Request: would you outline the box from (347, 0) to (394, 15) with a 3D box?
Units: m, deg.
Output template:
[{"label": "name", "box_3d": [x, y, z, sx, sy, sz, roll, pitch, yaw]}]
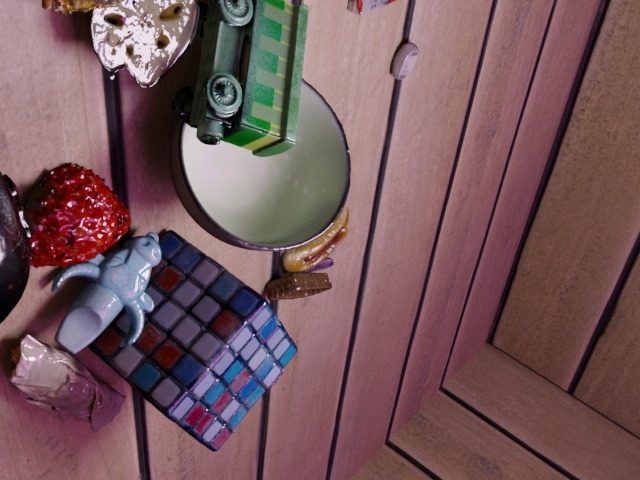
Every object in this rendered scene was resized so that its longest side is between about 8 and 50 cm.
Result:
[{"label": "box", "box_3d": [0.144, -0.552, 1.826, 0.218, 0.040, 0.055, -33, 143, -40]}]

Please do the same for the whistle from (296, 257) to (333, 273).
[{"label": "whistle", "box_3d": [-0.021, 0.068, 2.230, 0.176, 0.033, 0.033, -9, 126, -57]}]

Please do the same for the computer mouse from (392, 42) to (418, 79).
[{"label": "computer mouse", "box_3d": [0.205, -0.447, 2.049, 0.066, 0.039, 0.096, -17, 141, -52]}]

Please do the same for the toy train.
[{"label": "toy train", "box_3d": [-0.130, -0.296, 1.413, 0.202, 0.120, 0.300, 15, 74, -35]}]

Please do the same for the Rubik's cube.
[{"label": "Rubik's cube", "box_3d": [-0.262, 0.206, 1.684, 0.292, 0.293, 0.287, -48, 152, -15]}]

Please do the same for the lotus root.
[{"label": "lotus root", "box_3d": [-0.288, -0.342, 1.284, 0.203, 0.078, 0.183, -50, 141, -23]}]

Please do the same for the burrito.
[{"label": "burrito", "box_3d": [-0.497, 0.288, 1.609, 0.117, 0.076, 0.392, -50, 153, -13]}]

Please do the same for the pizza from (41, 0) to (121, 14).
[{"label": "pizza", "box_3d": [-0.329, -0.364, 1.165, 0.122, 0.109, 0.026, -66, -166, -2]}]

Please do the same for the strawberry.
[{"label": "strawberry", "box_3d": [-0.395, -0.023, 1.408, 0.236, 0.111, 0.190, 5, 112, -62]}]

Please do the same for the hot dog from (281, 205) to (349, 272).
[{"label": "hot dog", "box_3d": [0.000, 0.000, 2.149, 0.242, 0.073, 0.084, -44, 146, -26]}]

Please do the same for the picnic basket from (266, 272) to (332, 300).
[{"label": "picnic basket", "box_3d": [-0.056, 0.117, 2.158, 0.110, 0.054, 0.193, -20, 171, 28]}]

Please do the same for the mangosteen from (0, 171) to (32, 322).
[{"label": "mangosteen", "box_3d": [-0.520, 0.009, 1.028, 0.330, 0.330, 0.330, -40, 149, -31]}]

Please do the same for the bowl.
[{"label": "bowl", "box_3d": [-0.136, -0.139, 1.564, 0.354, 0.353, 0.185, -41, -167, -30]}]

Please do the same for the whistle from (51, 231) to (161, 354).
[{"label": "whistle", "box_3d": [-0.388, 0.089, 1.533, 0.186, 0.093, 0.274, 44, 64, -21]}]
